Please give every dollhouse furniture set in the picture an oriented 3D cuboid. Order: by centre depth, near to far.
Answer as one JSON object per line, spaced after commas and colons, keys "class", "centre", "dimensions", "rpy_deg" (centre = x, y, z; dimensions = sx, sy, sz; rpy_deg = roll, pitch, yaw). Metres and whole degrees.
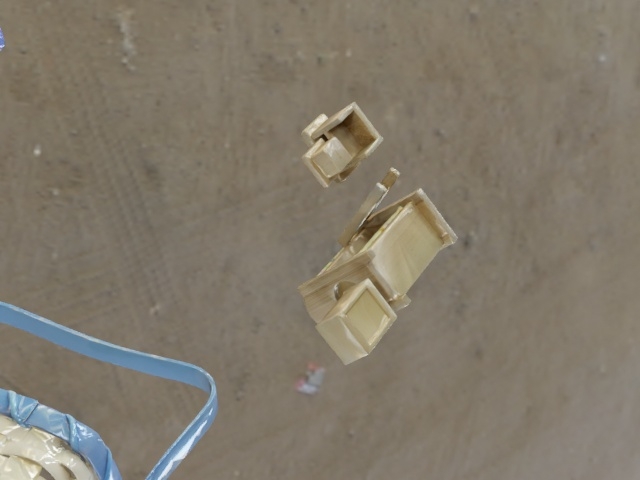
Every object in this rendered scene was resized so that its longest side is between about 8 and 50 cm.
{"class": "dollhouse furniture set", "centre": [0.000, 0.000, 1.123], "dimensions": [0.161, 0.101, 0.182], "rpy_deg": [52, 43, -9]}

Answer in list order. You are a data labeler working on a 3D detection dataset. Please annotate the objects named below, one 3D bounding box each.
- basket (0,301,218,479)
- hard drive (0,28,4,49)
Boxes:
{"class": "basket", "centre": [-0.250, 0.173, 1.025], "dimensions": [0.289, 0.254, 0.201], "rpy_deg": [-57, 153, -38]}
{"class": "hard drive", "centre": [-0.444, -0.270, 1.161], "dimensions": [0.318, 0.040, 0.210], "rpy_deg": [3, 55, -56]}
